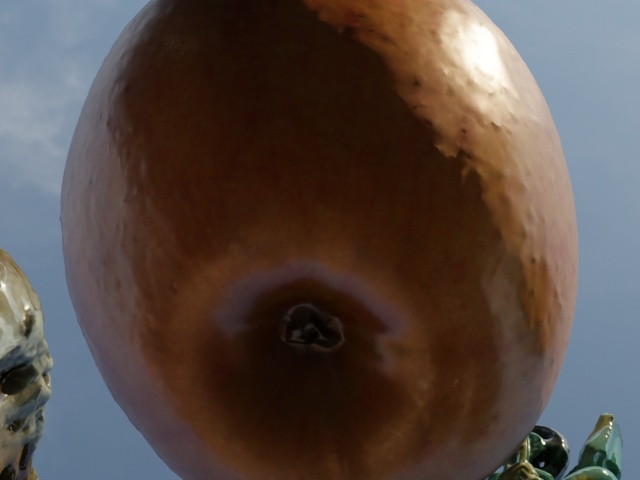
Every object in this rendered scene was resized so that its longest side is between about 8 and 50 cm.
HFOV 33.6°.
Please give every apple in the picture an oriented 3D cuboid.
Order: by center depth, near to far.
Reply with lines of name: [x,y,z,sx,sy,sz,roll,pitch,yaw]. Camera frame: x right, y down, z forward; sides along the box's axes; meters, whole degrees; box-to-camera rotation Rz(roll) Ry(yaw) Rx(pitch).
apple: [0.000,0.000,0.585,0.299,0.299,0.275,-7,-146,4]

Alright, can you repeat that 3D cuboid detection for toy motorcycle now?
toy motorcycle: [0.189,0.246,0.873,0.198,0.109,0.296,-12,-153,25]

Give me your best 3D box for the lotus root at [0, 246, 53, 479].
lotus root: [-0.240,0.060,0.339,0.322,0.140,0.158,-2,-94,14]
